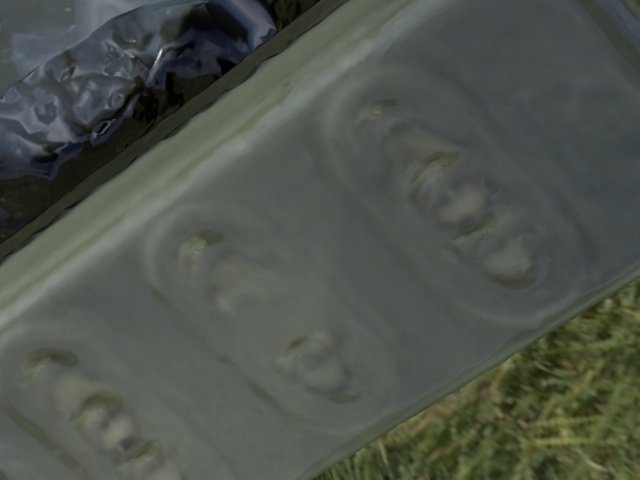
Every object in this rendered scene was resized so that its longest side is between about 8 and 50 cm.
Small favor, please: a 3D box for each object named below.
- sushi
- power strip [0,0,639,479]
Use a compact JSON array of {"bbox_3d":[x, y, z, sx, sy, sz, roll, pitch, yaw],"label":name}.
[{"bbox_3d":[-0.097,-0.088,0.950,0.234,0.207,0.348,27,50,28],"label":"sushi"},{"bbox_3d":[0.000,0.000,0.478,0.256,0.070,0.105,-36,113,24],"label":"power strip"}]
